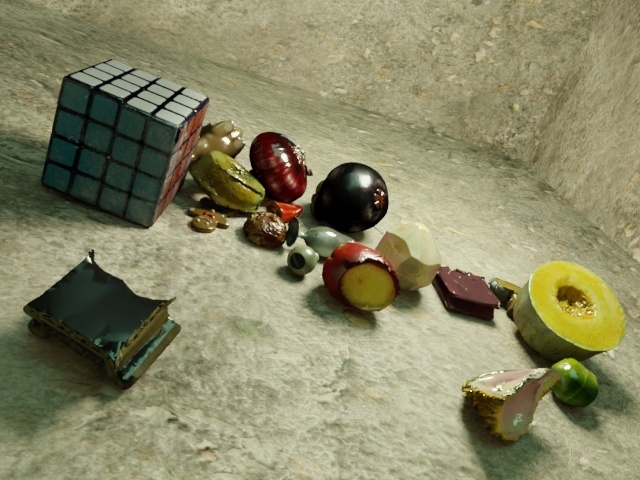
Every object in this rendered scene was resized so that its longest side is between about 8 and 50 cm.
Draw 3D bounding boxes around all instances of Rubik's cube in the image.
[{"bbox_3d":[-0.564,-0.295,1.755,0.337,0.344,0.344,21,25,-6],"label":"Rubik's cube"}]

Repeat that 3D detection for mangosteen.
[{"bbox_3d":[0.091,-0.155,2.168,0.302,0.275,0.275,1,9,39],"label":"mangosteen"}]

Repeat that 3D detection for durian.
[{"bbox_3d":[0.472,0.395,1.550,0.196,0.185,0.305,12,20,44],"label":"durian"}]

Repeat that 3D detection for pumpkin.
[{"bbox_3d":[0.797,0.255,1.947,0.332,0.199,0.332,8,49,-9],"label":"pumpkin"}]

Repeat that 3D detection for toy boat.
[{"bbox_3d":[0.730,0.239,2.102,0.321,0.089,0.121,29,33,7],"label":"toy boat"}]

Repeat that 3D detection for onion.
[{"bbox_3d":[-0.181,-0.253,2.157,0.273,0.285,0.273,-20,90,-77],"label":"onion"}]

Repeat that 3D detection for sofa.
[{"bbox_3d":[-0.448,0.176,1.230,0.258,0.182,0.200,28,44,8],"label":"sofa"}]

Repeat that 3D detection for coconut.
[{"bbox_3d":[0.293,0.048,1.945,0.197,0.237,0.237,7,31,-33],"label":"coconut"}]

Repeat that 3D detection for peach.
[{"bbox_3d":[0.120,0.110,1.736,0.226,0.196,0.190,34,61,24],"label":"peach"}]

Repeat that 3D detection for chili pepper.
[{"bbox_3d":[-0.114,-0.104,2.085,0.088,0.065,0.169,53,30,18],"label":"chili pepper"}]

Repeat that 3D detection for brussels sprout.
[{"bbox_3d":[0.740,0.418,1.749,0.155,0.117,0.155,39,14,-12],"label":"brussels sprout"}]

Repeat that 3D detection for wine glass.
[{"bbox_3d":[0.000,0.000,1.932,0.222,0.103,0.103,17,27,-25],"label":"wine glass"}]

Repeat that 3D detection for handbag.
[{"bbox_3d":[0.496,0.175,2.047,0.203,0.074,0.216,15,26,-18],"label":"handbag"}]

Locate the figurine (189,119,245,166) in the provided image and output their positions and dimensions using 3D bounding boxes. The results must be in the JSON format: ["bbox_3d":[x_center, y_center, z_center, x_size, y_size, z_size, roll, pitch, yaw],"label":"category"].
[{"bbox_3d":[-0.392,-0.337,2.178,0.177,0.247,0.173,39,-18,-24],"label":"figurine"}]

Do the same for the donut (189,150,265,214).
[{"bbox_3d":[-0.297,-0.202,1.984,0.272,0.107,0.272,38,16,-13],"label":"donut"}]

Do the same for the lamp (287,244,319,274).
[{"bbox_3d":[-0.043,0.058,1.829,0.091,0.091,0.163,31,11,14],"label":"lamp"}]

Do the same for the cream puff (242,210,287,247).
[{"bbox_3d":[-0.173,-0.041,1.888,0.149,0.084,0.149,17,26,-9],"label":"cream puff"}]

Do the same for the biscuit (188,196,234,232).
[{"bbox_3d":[-0.347,-0.079,1.879,0.138,0.031,0.205,24,28,0],"label":"biscuit"}]

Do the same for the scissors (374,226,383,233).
[{"bbox_3d":[0.218,-0.049,2.305,0.036,0.006,0.083,-3,37,-45],"label":"scissors"}]
